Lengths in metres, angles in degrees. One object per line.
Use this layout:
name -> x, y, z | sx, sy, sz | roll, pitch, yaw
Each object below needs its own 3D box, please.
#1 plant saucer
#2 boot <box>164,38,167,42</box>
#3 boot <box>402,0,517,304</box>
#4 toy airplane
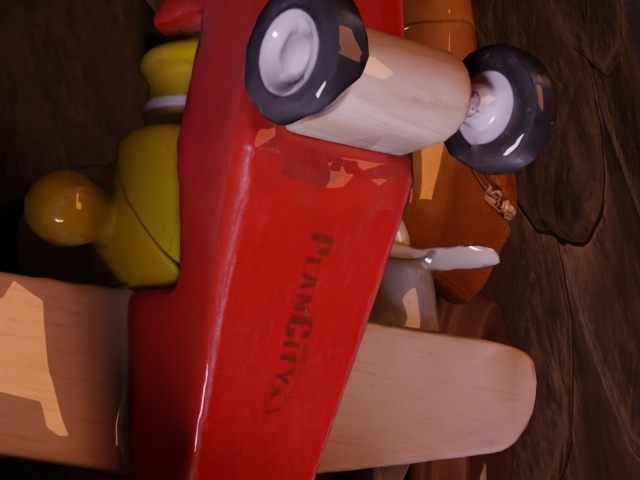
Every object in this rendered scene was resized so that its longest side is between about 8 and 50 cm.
plant saucer -> 0.117, 0.166, 1.054 | 0.278, 0.041, 0.278 | 2, 90, -74
boot -> 0.000, 0.000, 0.951 | 0.338, 0.118, 0.223 | 43, 44, -39
boot -> 0.076, -0.119, 0.929 | 0.211, 0.104, 0.295 | 33, 65, -51
toy airplane -> -0.069, 0.051, 0.668 | 0.384, 0.272, 0.386 | -40, 126, -22
